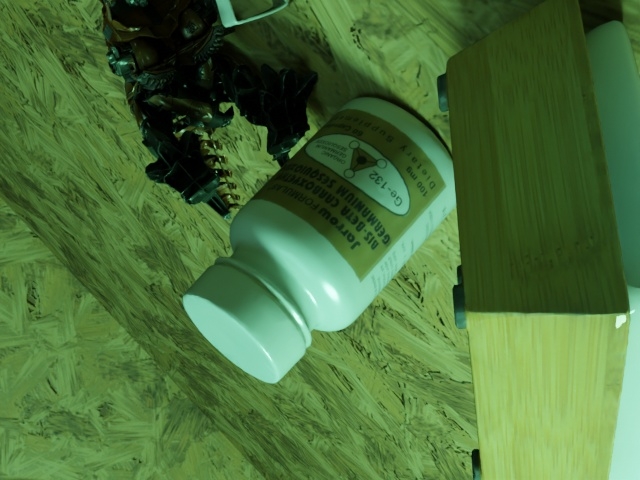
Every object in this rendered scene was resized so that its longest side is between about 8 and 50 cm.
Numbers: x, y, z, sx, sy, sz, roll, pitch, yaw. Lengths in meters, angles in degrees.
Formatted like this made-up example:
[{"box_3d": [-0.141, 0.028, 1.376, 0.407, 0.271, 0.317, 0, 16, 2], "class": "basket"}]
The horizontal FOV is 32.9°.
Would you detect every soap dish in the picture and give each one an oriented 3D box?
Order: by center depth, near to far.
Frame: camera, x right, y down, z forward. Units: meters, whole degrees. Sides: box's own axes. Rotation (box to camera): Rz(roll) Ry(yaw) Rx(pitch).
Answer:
[{"box_3d": [0.145, 0.027, 0.691, 0.118, 0.229, 0.291, -5, 144, 8], "class": "soap dish"}]

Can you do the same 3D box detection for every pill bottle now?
[{"box_3d": [0.000, 0.000, 0.893, 0.131, 0.229, 0.131, 36, 157, 17], "class": "pill bottle"}]

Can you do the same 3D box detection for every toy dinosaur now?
[{"box_3d": [-0.118, -0.143, 1.016, 0.218, 0.164, 0.322, 45, -177, 39], "class": "toy dinosaur"}]

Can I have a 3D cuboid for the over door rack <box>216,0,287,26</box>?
[{"box_3d": [-0.092, -0.274, 0.712, 0.324, 0.108, 0.239, 53, 158, -23], "class": "over door rack"}]
